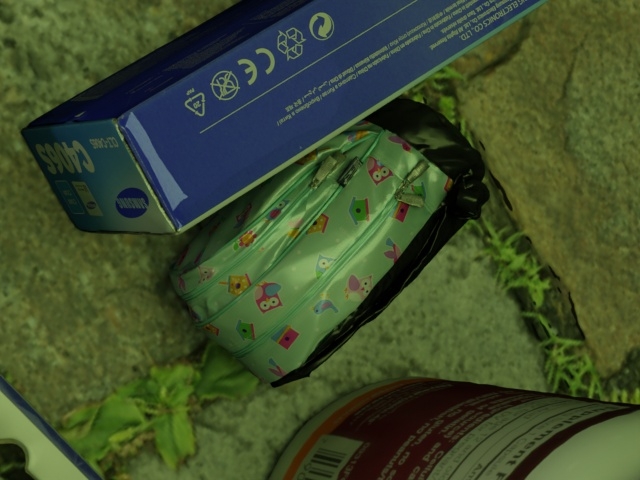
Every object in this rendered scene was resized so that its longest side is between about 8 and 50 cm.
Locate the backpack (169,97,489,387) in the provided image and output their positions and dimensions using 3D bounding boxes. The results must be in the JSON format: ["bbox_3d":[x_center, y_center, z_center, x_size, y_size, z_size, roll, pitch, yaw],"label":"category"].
[{"bbox_3d":[0.000,0.000,1.120,0.115,0.152,0.182,44,75,-3],"label":"backpack"}]

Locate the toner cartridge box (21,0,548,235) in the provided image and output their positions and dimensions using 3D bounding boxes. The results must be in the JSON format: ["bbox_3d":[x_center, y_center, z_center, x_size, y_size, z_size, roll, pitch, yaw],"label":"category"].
[{"bbox_3d":[0.007,-0.121,1.099,0.348,0.165,0.075,-33,104,-22],"label":"toner cartridge box"}]

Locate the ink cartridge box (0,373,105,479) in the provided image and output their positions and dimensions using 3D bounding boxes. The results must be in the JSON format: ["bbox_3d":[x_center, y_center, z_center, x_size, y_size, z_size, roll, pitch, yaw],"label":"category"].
[{"bbox_3d":[-0.285,0.230,1.013,0.371,0.069,0.175,-47,108,-16],"label":"ink cartridge box"}]

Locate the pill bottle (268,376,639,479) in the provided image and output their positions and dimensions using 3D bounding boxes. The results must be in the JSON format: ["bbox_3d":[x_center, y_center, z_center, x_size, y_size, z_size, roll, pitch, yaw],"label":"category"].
[{"bbox_3d":[0.138,0.197,1.036,0.224,0.392,0.224,0,91,-26],"label":"pill bottle"}]
